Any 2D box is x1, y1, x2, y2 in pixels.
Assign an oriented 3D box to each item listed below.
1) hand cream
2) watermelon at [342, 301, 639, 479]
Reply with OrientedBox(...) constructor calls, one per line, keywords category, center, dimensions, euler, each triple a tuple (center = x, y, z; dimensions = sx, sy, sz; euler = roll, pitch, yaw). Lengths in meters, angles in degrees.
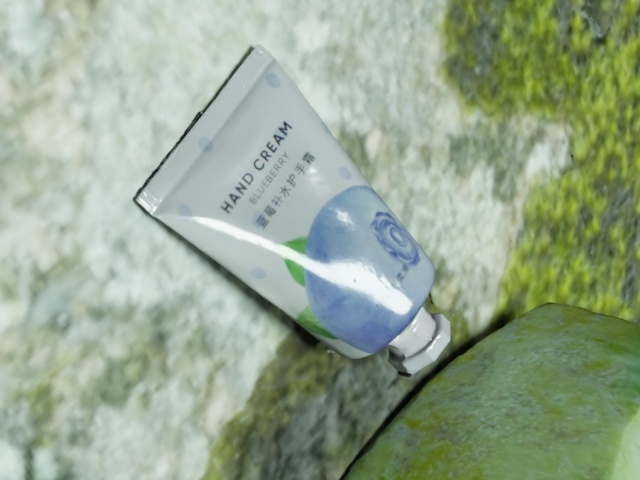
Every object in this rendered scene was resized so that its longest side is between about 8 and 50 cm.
OrientedBox(category="hand cream", center=(0.000, 0.000, 0.559), dimensions=(0.142, 0.053, 0.084), euler=(47, 64, -25))
OrientedBox(category="watermelon", center=(0.089, 0.193, 0.617), dimensions=(0.231, 0.193, 0.310), euler=(37, 55, -19))
